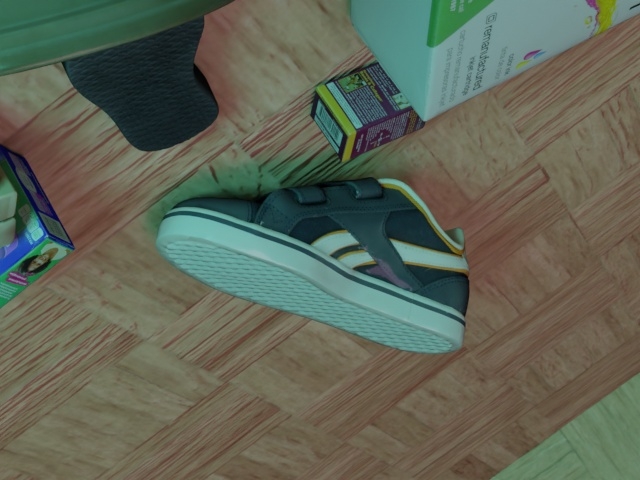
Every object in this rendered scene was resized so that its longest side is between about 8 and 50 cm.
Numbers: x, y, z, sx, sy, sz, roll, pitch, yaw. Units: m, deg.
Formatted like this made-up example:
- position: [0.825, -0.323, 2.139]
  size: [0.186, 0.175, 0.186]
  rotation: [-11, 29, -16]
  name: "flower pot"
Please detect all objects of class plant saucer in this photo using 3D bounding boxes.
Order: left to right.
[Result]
- position: [-0.165, -0.132, 0.816]
  size: [0.277, 0.278, 0.041]
  rotation: [-22, 113, -25]
  name: "plant saucer"

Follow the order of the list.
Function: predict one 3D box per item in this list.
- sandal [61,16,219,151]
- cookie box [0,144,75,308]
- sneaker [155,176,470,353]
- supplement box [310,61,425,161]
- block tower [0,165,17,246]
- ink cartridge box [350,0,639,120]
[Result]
- position: [-0.128, -0.129, 1.064]
  size: [0.097, 0.054, 0.254]
  rotation: [-23, 164, -7]
  name: "sandal"
- position: [-0.240, 0.001, 1.100]
  size: [0.107, 0.092, 0.040]
  rotation: [-38, 152, 9]
  name: "cookie box"
- position: [0.000, 0.000, 1.375]
  size: [0.321, 0.128, 0.126]
  rotation: [22, 159, -36]
  name: "sneaker"
- position: [0.041, -0.110, 1.288]
  size: [0.083, 0.055, 0.043]
  rotation: [-23, 155, -21]
  name: "supplement box"
- position: [-0.359, -0.001, 0.954]
  size: [0.335, 0.097, 0.091]
  rotation: [-23, 153, -27]
  name: "block tower"
- position: [0.169, -0.236, 1.136]
  size: [0.278, 0.117, 0.201]
  rotation: [-27, 155, -15]
  name: "ink cartridge box"
